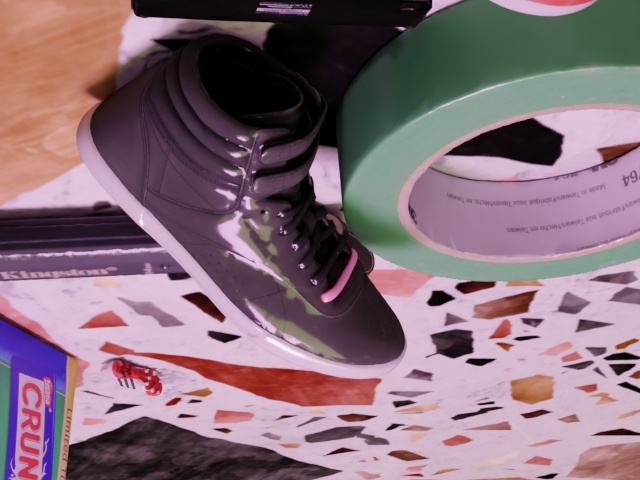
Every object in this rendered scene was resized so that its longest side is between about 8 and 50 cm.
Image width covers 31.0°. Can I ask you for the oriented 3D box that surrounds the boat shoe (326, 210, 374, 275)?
[{"bbox_3d":[0.000,0.000,1.006,0.049,0.056,0.152,-20,149,39],"label":"boat shoe"}]

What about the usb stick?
[{"bbox_3d":[-0.240,0.009,1.000,0.278,0.045,0.077,-3,152,-4],"label":"usb stick"}]

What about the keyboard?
[{"bbox_3d":[-0.022,-0.164,0.722,0.192,0.038,0.100,0,176,-10],"label":"keyboard"}]

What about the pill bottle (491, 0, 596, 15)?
[{"bbox_3d":[0.140,-0.215,0.527,0.124,0.124,0.221,7,152,-20],"label":"pill bottle"}]

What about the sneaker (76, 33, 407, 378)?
[{"bbox_3d":[-0.023,-0.021,0.807,0.295,0.104,0.147,42,134,-12],"label":"sneaker"}]

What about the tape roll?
[{"bbox_3d":[0.173,-0.068,0.877,0.321,0.077,0.321,-3,152,-2],"label":"tape roll"}]

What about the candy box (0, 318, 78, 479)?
[{"bbox_3d":[-0.375,0.201,1.113,0.122,0.268,0.317,-9,154,18],"label":"candy box"}]

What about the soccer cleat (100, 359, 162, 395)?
[{"bbox_3d":[-0.215,0.157,1.319,0.035,0.029,0.083,-12,150,34],"label":"soccer cleat"}]
